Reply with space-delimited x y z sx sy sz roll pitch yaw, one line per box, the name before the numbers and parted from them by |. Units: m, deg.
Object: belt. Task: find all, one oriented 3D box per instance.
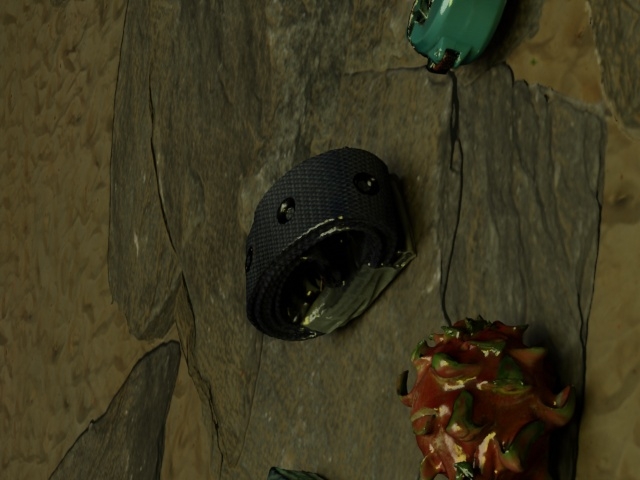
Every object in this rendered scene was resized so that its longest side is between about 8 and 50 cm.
belt | 0.000 0.000 1.714 0.230 0.140 0.126 125 148 -44

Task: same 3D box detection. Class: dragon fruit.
dragon fruit | 0.145 0.169 1.381 0.135 0.137 0.236 106 157 -48

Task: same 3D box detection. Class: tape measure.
tape measure | 0.135 -0.230 1.565 0.125 0.081 0.146 -108 37 -70

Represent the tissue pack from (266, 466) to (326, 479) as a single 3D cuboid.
tissue pack | -0.021 0.372 1.708 0.173 0.073 0.235 22 102 63
